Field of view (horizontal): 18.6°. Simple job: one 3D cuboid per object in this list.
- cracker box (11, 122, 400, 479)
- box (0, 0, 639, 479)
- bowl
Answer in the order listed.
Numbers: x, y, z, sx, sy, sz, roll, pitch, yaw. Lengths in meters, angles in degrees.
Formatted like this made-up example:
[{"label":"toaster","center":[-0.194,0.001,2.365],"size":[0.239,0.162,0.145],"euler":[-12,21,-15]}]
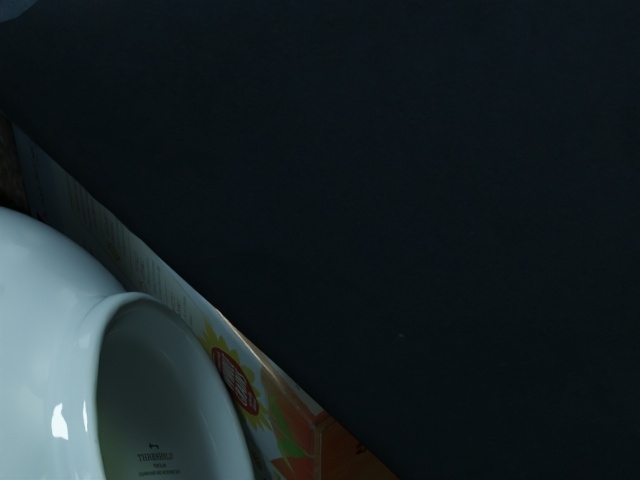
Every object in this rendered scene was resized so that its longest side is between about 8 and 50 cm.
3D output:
[{"label":"cracker box","center":[-0.047,0.022,0.866],"size":[0.232,0.067,0.155],"euler":[48,-22,26]},{"label":"box","center":[0.167,-0.126,0.783],"size":[0.480,0.297,0.471],"euler":[44,40,-29]},{"label":"bowl","center":[-0.111,0.104,0.755],"size":[0.298,0.134,0.297],"euler":[-18,90,-71]}]
